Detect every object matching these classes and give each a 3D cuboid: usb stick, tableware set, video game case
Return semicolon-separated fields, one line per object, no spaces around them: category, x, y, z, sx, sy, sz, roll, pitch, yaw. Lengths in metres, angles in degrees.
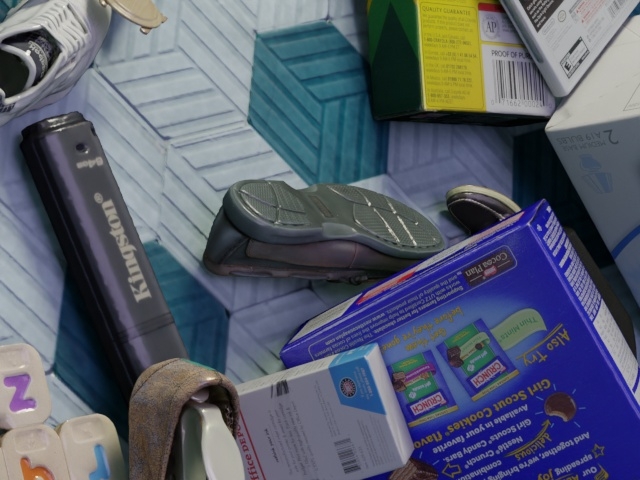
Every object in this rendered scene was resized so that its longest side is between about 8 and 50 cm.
usb stick;-0.180;0.024;1.651;0.077;0.045;0.278;-21;88;-43
tableware set;-0.207;-0.245;1.702;0.168;0.020;0.141;31;27;-18
video game case;0.257;-0.275;2.018;0.190;0.022;0.173;-50;119;-34

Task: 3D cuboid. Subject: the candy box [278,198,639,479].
candy box;0.160;0.165;1.725;0.317;0.268;0.122;61;20;-4

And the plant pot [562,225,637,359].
plant pot;0.202;0.093;1.875;0.187;0.188;0.167;56;34;-9

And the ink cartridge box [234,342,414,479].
ink cartridge box;-0.021;0.166;1.671;0.060;0.180;0.104;-44;115;-74

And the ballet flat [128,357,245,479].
ballet flat;-0.105;0.252;1.551;0.107;0.106;0.316;1;84;-45

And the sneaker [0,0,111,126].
sneaker;-0.239;-0.161;1.637;0.090;0.095;0.235;49;44;-11

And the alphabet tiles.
alphabet tiles;-0.268;0.225;1.514;0.284;0.021;0.278;-7;78;-42

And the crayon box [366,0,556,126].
crayon box;0.143;-0.281;1.986;0.202;0.081;0.319;1;85;-41

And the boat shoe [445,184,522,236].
boat shoe;0.188;-0.006;1.973;0.152;0.056;0.049;31;51;-29

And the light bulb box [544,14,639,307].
light bulb box;0.490;-0.063;2.010;0.361;0.358;0.225;58;46;-24

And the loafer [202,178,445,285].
loafer;0.000;0.000;1.809;0.267;0.084;0.096;8;37;-43
